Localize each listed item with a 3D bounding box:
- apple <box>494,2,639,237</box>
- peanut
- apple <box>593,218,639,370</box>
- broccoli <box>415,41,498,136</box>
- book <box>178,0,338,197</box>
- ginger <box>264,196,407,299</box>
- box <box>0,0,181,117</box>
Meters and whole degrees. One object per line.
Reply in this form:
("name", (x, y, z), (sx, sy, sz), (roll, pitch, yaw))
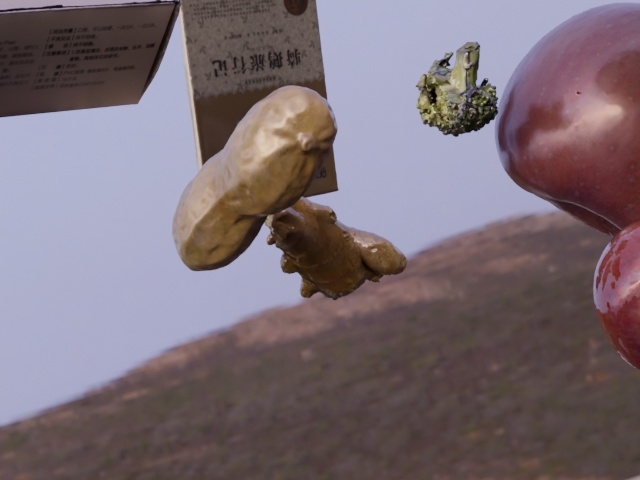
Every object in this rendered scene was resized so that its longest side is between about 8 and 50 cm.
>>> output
("apple", (0.336, -0.119, 1.575), (0.305, 0.235, 0.306), (26, 0, 0))
("peanut", (-0.077, -0.062, 1.632), (0.263, 0.101, 0.117), (-43, 11, 37))
("apple", (0.315, 0.045, 1.356), (0.153, 0.153, 0.120), (-15, 16, -11))
("broccoli", (0.132, -0.144, 1.459), (0.095, 0.092, 0.097), (14, 23, 25))
("book", (-0.081, -0.201, 2.014), (0.216, 0.310, 0.021), (-13, 10, -36))
("ginger", (-0.002, 0.009, 1.843), (0.205, 0.081, 0.115), (28, -30, -24))
("box", (-0.322, -0.230, 1.519), (0.332, 0.173, 0.145), (-11, -37, -39))
